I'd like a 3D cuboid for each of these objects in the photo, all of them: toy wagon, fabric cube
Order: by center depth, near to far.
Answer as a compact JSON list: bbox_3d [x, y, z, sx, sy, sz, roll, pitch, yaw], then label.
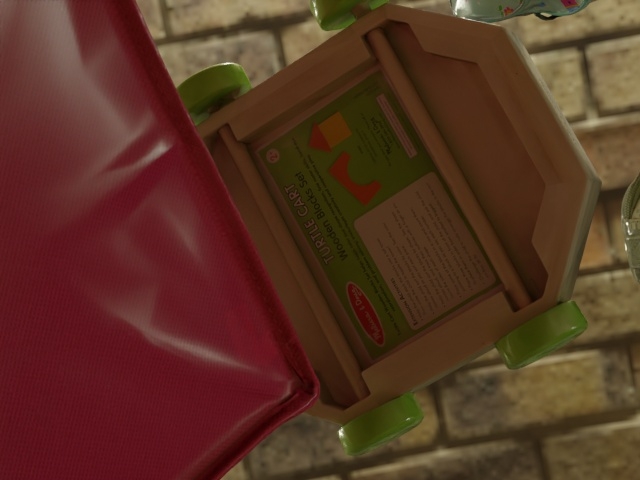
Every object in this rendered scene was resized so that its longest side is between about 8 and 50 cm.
[{"bbox_3d":[-0.206,0.019,0.570,0.258,0.259,0.254,5,37,47],"label":"fabric cube"},{"bbox_3d":[0.000,0.000,0.952,0.344,0.267,0.068,-32,-13,19],"label":"toy wagon"}]

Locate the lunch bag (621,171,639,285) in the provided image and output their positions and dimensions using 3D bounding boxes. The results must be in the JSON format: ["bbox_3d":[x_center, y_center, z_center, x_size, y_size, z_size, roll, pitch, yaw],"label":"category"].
[{"bbox_3d":[0.382,-0.015,1.027,0.256,0.213,0.305,-17,10,-17],"label":"lunch bag"}]

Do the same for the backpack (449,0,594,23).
[{"bbox_3d":[0.200,-0.286,1.390,0.144,0.166,0.188,-27,19,-39],"label":"backpack"}]
